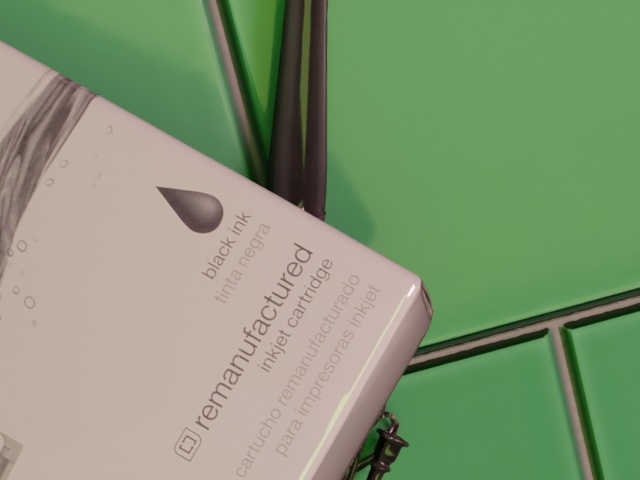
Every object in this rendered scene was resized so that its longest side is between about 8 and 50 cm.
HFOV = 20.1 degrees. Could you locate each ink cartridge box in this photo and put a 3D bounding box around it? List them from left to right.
[{"bbox_3d":[-0.124,0.042,0.760,0.283,0.117,0.207,29,85,10],"label":"ink cartridge box"}]

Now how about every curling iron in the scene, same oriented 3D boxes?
[{"bbox_3d":[0.000,0.000,0.869,0.068,0.035,0.274,-6,103,-9],"label":"curling iron"}]
